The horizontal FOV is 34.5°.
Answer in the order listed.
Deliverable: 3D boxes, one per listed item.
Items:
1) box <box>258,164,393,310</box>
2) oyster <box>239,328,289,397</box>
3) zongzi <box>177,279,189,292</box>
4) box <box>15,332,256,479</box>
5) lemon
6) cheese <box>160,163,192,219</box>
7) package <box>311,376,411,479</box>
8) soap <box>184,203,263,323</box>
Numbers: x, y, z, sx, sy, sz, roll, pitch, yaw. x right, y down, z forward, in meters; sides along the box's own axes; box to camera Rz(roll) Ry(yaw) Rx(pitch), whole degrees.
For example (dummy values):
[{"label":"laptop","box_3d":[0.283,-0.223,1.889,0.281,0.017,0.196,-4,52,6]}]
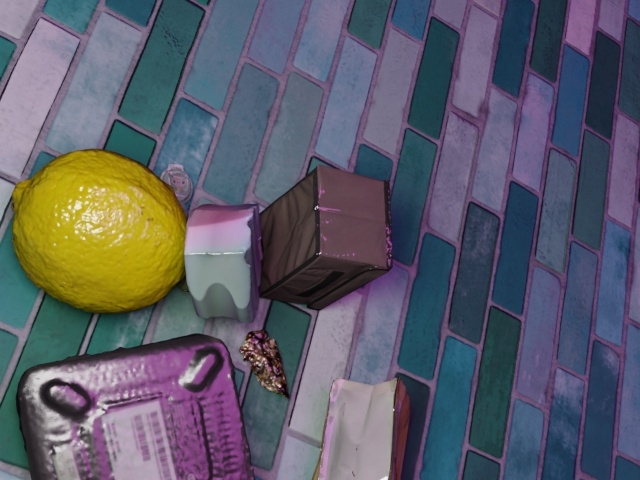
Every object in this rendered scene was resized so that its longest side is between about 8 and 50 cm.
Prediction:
[{"label":"box","box_3d":[0.000,0.000,1.910,0.153,0.252,0.188,11,67,-28]},{"label":"oyster","box_3d":[-0.092,0.224,1.901,0.132,0.029,0.086,43,54,-9]},{"label":"zongzi","box_3d":[-0.230,0.032,1.879,0.119,0.055,0.109,-28,90,-48]},{"label":"box","box_3d":[-0.283,0.343,1.634,0.350,0.091,0.359,-11,87,-22]},{"label":"lemon","box_3d":[-0.349,-0.012,1.686,0.322,0.268,0.268,20,61,-20]},{"label":"cheese","box_3d":[-0.267,-0.085,1.915,0.067,0.026,0.121,6,68,-30]},{"label":"package","box_3d":[0.066,0.416,1.872,0.165,0.221,0.311,4,65,11]},{"label":"soap","box_3d":[-0.159,0.033,1.747,0.109,0.324,0.193,3,68,-1]}]
